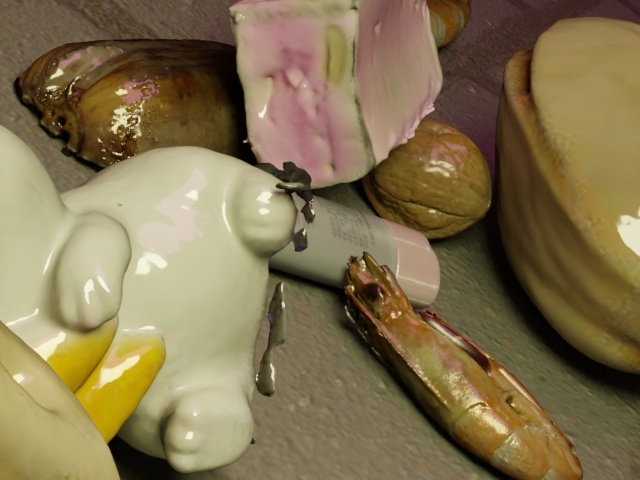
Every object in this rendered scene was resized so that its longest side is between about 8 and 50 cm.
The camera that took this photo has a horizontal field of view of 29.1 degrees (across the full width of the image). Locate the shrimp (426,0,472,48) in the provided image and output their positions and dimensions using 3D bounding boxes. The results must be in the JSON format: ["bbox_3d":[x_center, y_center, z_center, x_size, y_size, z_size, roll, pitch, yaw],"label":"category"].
[{"bbox_3d":[0.071,-0.303,1.557,0.287,0.068,0.185,13,28,-16],"label":"shrimp"}]

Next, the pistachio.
[{"bbox_3d":[0.313,-0.045,1.127,0.365,0.281,0.445,41,29,-11],"label":"pistachio"}]

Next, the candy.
[{"bbox_3d":[0.024,-0.157,1.047,0.116,0.155,0.265,0,23,18],"label":"candy"}]

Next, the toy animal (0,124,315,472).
[{"bbox_3d":[-0.168,0.011,0.639,0.310,0.182,0.247,9,30,-30],"label":"toy animal"}]

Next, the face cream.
[{"bbox_3d":[0.000,0.000,0.964,0.198,0.057,0.084,19,32,-30],"label":"face cream"}]

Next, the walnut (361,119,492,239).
[{"bbox_3d":[0.095,-0.055,1.114,0.125,0.105,0.105,20,26,7],"label":"walnut"}]

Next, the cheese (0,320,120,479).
[{"bbox_3d":[-0.189,0.104,0.446,0.218,0.235,0.117,-30,38,-19],"label":"cheese"}]

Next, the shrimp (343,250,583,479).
[{"bbox_3d":[0.107,0.095,0.924,0.236,0.053,0.133,42,30,11],"label":"shrimp"}]

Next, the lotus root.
[{"bbox_3d":[-0.099,-0.129,1.047,0.167,0.078,0.329,44,29,16],"label":"lotus root"}]
